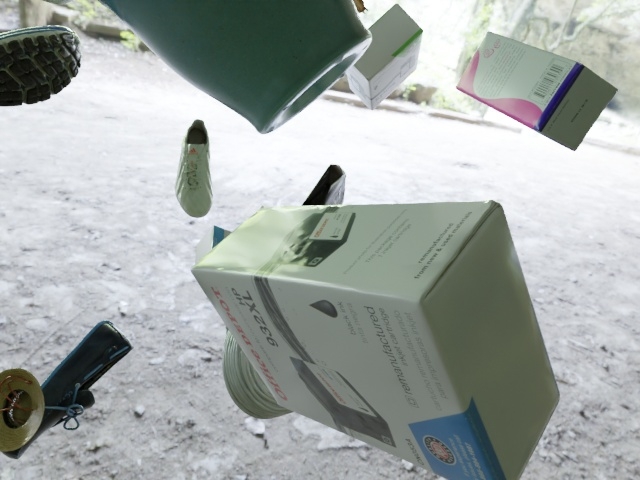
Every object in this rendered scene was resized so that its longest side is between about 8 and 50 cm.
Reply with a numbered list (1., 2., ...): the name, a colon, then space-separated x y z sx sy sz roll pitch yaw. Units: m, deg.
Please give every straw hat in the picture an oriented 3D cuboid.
1. straw hat: -0.553 0.311 0.950 0.145 0.144 0.061 17 -12 14

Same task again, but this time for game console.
1. game console: 0.000 0.000 1.268 0.044 0.361 0.213 17 44 15

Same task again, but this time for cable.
1. cable: -0.117 0.291 1.223 0.257 0.089 0.257 29 51 -37

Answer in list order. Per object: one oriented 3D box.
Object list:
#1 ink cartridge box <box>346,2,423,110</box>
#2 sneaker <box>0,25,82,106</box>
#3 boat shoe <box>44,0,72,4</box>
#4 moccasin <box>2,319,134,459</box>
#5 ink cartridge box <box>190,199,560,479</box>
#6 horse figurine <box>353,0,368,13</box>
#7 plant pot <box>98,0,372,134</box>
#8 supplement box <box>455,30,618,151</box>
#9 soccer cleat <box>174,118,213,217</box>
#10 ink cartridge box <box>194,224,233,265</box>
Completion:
1. ink cartridge box: 0.180 -0.517 1.479 0.114 0.198 0.273 48 4 7
2. sneaker: -0.560 -0.292 0.824 0.330 0.129 0.147 -23 65 -17
3. boat shoe: -0.394 -0.498 0.801 0.114 0.091 0.302 16 57 -30
4. moccasin: -0.550 0.333 1.143 0.117 0.138 0.342 37 56 -8
5. ink cartridge box: 0.041 0.087 0.512 0.308 0.223 0.129 3 38 48
6. horse figurine: 0.046 -0.832 1.598 0.066 0.263 0.174 -30 29 -26
7. plant pot: -0.083 -0.282 0.623 0.255 0.272 0.271 50 27 -7
8. supplement box: 0.349 -0.253 0.854 0.114 0.111 0.220 13 26 -34
9. soccer cleat: -0.229 -0.133 0.929 0.068 0.076 0.196 2 59 -18
10. ink cartridge box: -0.215 0.043 1.226 0.143 0.092 0.089 22 45 -30
